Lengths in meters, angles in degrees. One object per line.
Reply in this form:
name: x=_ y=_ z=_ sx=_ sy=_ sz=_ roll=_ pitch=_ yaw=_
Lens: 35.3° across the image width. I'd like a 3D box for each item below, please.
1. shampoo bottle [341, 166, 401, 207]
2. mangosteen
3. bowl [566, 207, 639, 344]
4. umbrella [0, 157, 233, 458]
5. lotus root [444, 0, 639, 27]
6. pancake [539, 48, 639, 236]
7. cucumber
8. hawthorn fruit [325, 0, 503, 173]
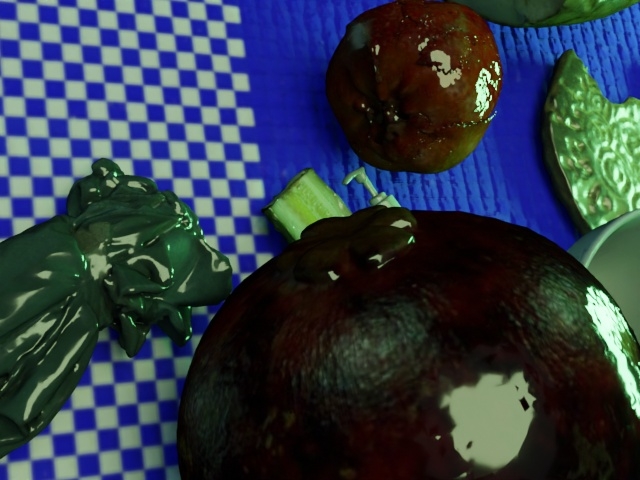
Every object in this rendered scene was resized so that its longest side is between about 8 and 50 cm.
shampoo bottle: x=0.086 y=0.020 z=0.842 sx=0.056 sy=0.056 sz=0.195 roll=-34 pitch=92 yaw=-32
mangosteen: x=0.072 y=0.150 z=0.663 sx=0.306 sy=0.306 sz=0.360 roll=-35 pitch=112 yaw=-32
bowl: x=0.279 y=0.124 z=0.860 sx=0.286 sy=0.144 sz=0.287 roll=9 pitch=70 yaw=-25
umbrella: x=-0.217 y=0.062 z=0.644 sx=0.143 sy=0.094 sz=0.349 roll=45 pitch=51 yaw=14
lotus root: x=0.261 y=-0.339 z=0.947 sx=0.346 sy=0.250 sz=0.250 roll=-25 pitch=87 yaw=-32
pancake: x=0.341 y=-0.088 z=1.030 sx=0.286 sy=0.033 sz=0.288 roll=44 pitch=59 yaw=-8
cucumber: x=0.000 y=0.000 z=0.815 sx=0.107 sy=0.035 sz=0.067 roll=50 pitch=47 yaw=-12
hawthorn fruit: x=0.087 y=-0.137 z=0.848 sx=0.148 sy=0.148 sz=0.172 roll=51 pitch=46 yaw=-5
